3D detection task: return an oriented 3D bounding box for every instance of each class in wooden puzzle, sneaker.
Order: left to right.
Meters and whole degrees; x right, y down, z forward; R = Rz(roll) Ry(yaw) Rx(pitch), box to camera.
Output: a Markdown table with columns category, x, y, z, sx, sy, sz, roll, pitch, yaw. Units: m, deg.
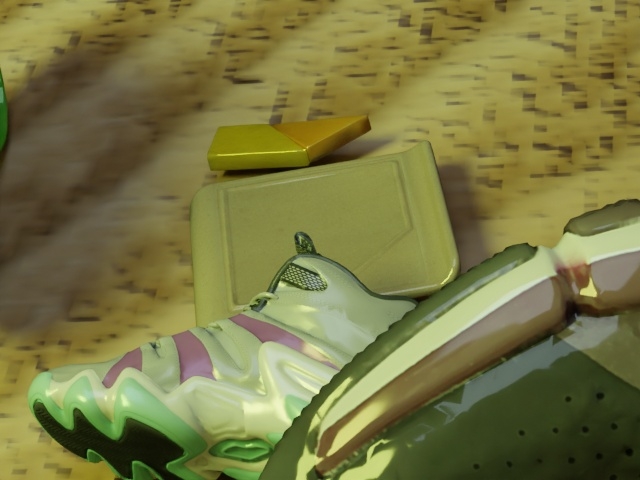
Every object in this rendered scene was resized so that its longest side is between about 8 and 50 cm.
| category | x | y | z | sx | sy | sz | roll | pitch | yaw |
| --- | --- | --- | --- | --- | --- | --- | --- | --- | --- |
| sneaker | -0.017 | 0.025 | 0.482 | 0.098 | 0.038 | 0.069 | 8 | 56 | 8 |
| wooden puzzle | 0.000 | 0.000 | 0.546 | 0.078 | 0.014 | 0.116 | -9 | 35 | 9 |
| sneaker | 0.134 | 0.061 | 0.352 | 0.281 | 0.106 | 0.162 | -16 | 39 | -9 |

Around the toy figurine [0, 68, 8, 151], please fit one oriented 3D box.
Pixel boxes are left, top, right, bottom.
| category | x | y | z | sx | sy | sz | roll | pitch | yaw |
| --- | --- | --- | --- | --- | --- | --- | --- | --- | --- |
| toy figurine | -0.187 | -0.027 | 0.564 | 0.159 | 0.130 | 0.173 | -16 | 13 | 8 |
